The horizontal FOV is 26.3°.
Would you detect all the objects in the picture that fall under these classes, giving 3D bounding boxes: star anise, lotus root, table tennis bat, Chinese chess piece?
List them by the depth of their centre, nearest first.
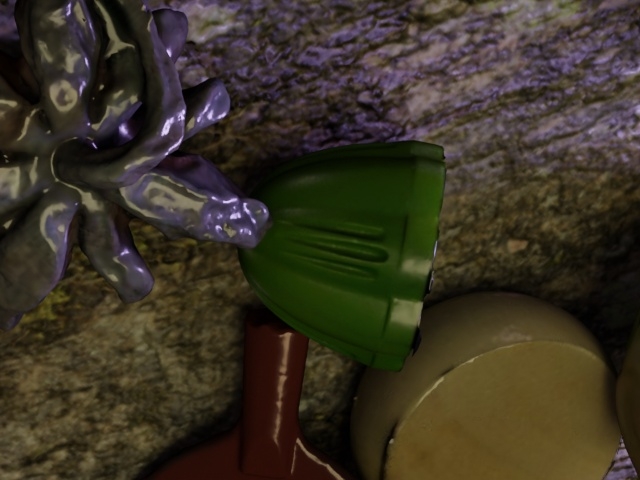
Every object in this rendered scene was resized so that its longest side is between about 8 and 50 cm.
[{"bbox_3d":[-0.188,-0.074,0.923,0.359,0.139,0.316,22,103,-16],"label":"star anise"},{"bbox_3d":[0.000,0.000,1.060,0.186,0.186,0.186,-9,119,-16],"label":"lotus root"},{"bbox_3d":[-0.053,0.258,1.184,0.268,0.051,0.415,8,108,4],"label":"table tennis bat"},{"bbox_3d":[0.148,0.163,1.227,0.250,0.097,0.251,-9,120,-16],"label":"Chinese chess piece"}]

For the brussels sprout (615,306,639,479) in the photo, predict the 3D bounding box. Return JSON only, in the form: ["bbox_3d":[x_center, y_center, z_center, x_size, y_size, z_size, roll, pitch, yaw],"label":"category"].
[{"bbox_3d":[0.432,0.106,1.189,0.371,0.315,0.276,-3,134,-15],"label":"brussels sprout"}]
